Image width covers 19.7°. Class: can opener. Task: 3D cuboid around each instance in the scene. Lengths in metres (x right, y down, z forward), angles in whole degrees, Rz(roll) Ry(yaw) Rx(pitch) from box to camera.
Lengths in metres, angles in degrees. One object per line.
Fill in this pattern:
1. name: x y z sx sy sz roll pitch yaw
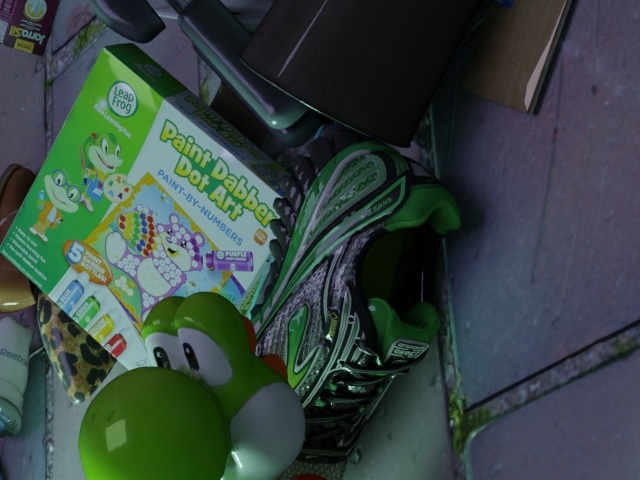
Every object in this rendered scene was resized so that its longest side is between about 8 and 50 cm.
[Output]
1. can opener: -0.108 -0.177 1.679 0.093 0.074 0.280 -45 61 -4

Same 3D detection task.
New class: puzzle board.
1. puzzle board: 0.160 -0.169 1.451 0.096 0.011 0.128 30 102 57

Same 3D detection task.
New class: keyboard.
1. keyboard: -0.080 -0.219 1.777 0.256 0.072 0.014 19 128 57

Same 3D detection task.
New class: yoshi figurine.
1. yoshi figurine: -0.073 0.224 1.359 0.203 0.203 0.362 -71 -40 -79

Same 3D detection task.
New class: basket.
1. basket: 0.058 -0.210 1.484 0.154 0.204 0.227 32 100 15

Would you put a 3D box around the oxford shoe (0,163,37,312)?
1. oxford shoe: -0.337 -0.001 2.093 0.076 0.076 0.212 -7 51 9

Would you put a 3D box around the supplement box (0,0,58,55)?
1. supplement box: -0.355 -0.271 2.220 0.043 0.055 0.083 29 103 56

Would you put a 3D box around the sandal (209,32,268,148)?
1. sandal: -0.094 -0.100 1.770 0.240 0.088 0.079 -58 5 14

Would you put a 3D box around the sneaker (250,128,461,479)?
1. sneaker: 0.008 0.090 1.471 0.146 0.134 0.343 27 105 47

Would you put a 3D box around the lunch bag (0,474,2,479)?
1. lunch bag: -0.406 0.282 2.077 0.065 0.067 0.098 48 119 53

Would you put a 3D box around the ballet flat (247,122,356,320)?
1. ballet flat: 0.000 0.000 1.578 0.074 0.074 0.203 23 92 57

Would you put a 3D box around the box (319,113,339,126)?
1. box: 0.019 -0.139 1.642 0.067 0.018 0.083 44 115 53

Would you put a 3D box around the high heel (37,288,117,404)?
1. high heel: -0.209 0.020 1.851 0.186 0.093 0.261 -46 34 47

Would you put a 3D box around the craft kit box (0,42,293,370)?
1. craft kit box: -0.154 -0.013 1.712 0.250 0.061 0.247 40 114 18

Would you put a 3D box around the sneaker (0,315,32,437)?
1. sneaker: -0.409 0.162 2.120 0.297 0.111 0.129 -12 53 50
